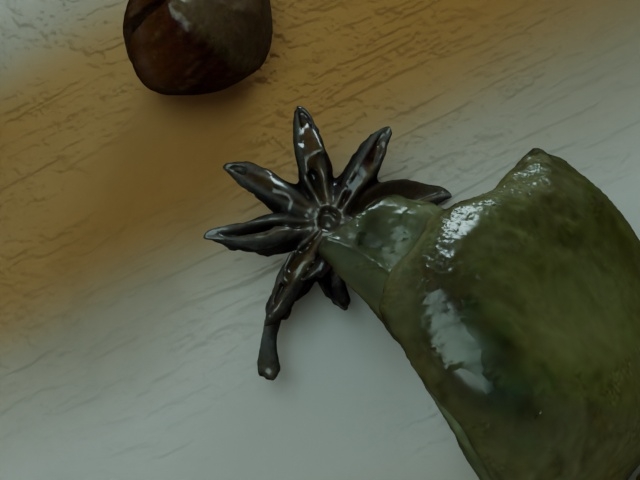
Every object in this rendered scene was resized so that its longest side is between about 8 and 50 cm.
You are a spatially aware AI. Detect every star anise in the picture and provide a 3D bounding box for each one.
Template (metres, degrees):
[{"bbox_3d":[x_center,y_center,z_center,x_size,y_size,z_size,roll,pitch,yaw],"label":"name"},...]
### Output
[{"bbox_3d":[-0.001,0.001,1.002,0.231,0.089,0.209,-42,79,-2],"label":"star anise"}]

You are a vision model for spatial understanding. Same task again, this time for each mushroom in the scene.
[{"bbox_3d":[0.162,0.053,0.864,0.217,0.212,0.292,-35,75,0],"label":"mushroom"}]

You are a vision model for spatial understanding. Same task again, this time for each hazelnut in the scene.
[{"bbox_3d":[-0.117,-0.208,1.085,0.143,0.143,0.154,8,66,16],"label":"hazelnut"}]

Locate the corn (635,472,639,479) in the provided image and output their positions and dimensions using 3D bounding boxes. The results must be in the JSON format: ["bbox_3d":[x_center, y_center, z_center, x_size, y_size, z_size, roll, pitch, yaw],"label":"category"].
[{"bbox_3d":[0.242,0.243,0.856,0.313,0.102,0.102,-43,68,-4],"label":"corn"}]
